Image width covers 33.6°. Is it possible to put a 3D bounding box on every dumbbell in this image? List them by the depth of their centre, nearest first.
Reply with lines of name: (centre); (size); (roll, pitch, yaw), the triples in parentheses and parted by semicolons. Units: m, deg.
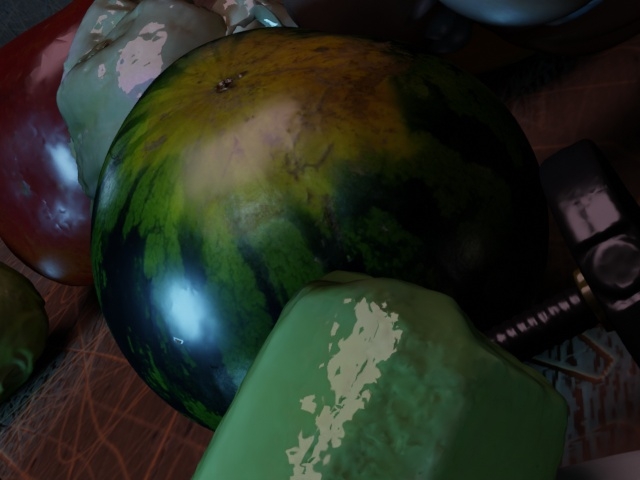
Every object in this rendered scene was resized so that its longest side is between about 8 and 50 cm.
dumbbell: (0.207, -0.016, 0.468); (0.325, 0.143, 0.143); (-30, 24, 19)

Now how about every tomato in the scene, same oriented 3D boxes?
tomato: (-0.238, -0.115, 1.159); (0.325, 0.293, 0.290); (-13, 17, 35)

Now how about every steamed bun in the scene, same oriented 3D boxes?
steamed bun: (-0.089, -0.059, 0.869); (0.268, 0.280, 0.207); (19, 69, 25)

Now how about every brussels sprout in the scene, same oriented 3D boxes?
brussels sprout: (-0.395, 0.110, 1.118); (0.223, 0.161, 0.223); (-27, 20, 11)

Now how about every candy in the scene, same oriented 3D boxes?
candy: (-0.031, 0.172, 0.417); (0.142, 0.132, 0.343); (20, 77, 43)

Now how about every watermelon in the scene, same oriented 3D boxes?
watermelon: (-0.002, -0.002, 0.622); (0.269, 0.269, 0.269); (-32, 23, 16)

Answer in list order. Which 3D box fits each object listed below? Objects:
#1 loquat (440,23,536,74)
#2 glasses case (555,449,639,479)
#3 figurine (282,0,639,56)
loquat: (0.119, -0.307, 0.934); (0.328, 0.328, 0.328); (-32, 23, 16)
glasses case: (0.143, 0.124, 0.408); (0.233, 0.059, 0.092); (-22, 31, 38)
figurine: (0.153, -0.284, 0.652); (0.277, 0.248, 0.388); (1, 75, 66)
